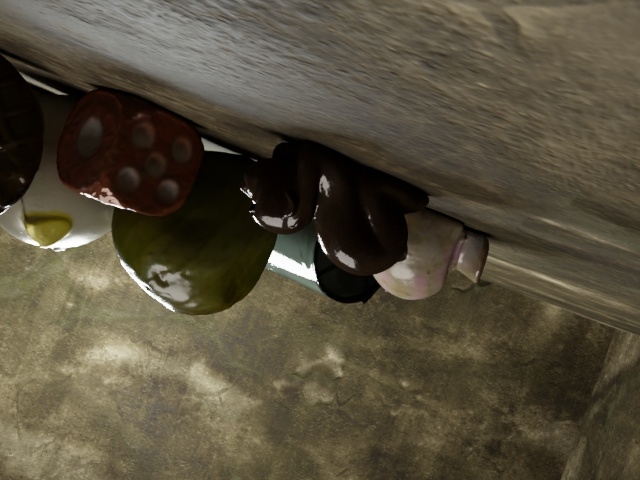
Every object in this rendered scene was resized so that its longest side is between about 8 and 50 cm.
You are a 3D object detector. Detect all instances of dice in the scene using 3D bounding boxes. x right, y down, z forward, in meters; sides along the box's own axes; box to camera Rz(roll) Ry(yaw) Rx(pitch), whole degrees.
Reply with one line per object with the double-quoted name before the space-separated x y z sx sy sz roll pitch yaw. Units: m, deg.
"dice" -0.320 -0.146 1.167 0.174 0.175 0.179 19 -177 40

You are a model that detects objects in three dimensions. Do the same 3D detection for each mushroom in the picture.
"mushroom" 0.168 0.029 1.223 0.236 0.162 0.173 18 -179 14

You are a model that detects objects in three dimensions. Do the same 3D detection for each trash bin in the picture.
"trash bin" 0.000 0.000 1.520 0.262 0.217 0.277 19 145 53

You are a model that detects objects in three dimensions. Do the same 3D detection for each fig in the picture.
"fig" -0.243 -0.032 1.388 0.343 0.343 0.343 20 180 0

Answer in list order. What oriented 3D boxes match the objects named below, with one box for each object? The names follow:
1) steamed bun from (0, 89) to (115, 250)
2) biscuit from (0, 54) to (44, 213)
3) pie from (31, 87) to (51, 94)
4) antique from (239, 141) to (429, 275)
"steamed bun" -0.546 -0.144 1.455 0.334 0.334 0.374 20 -178 -1
"biscuit" -0.612 -0.177 1.114 0.332 0.332 0.103 20 174 -34
"pie" -0.718 -0.344 1.702 0.277 0.078 0.277 16 -177 -1
"antique" 0.014 -0.043 0.953 0.257 0.143 0.121 23 180 -26
